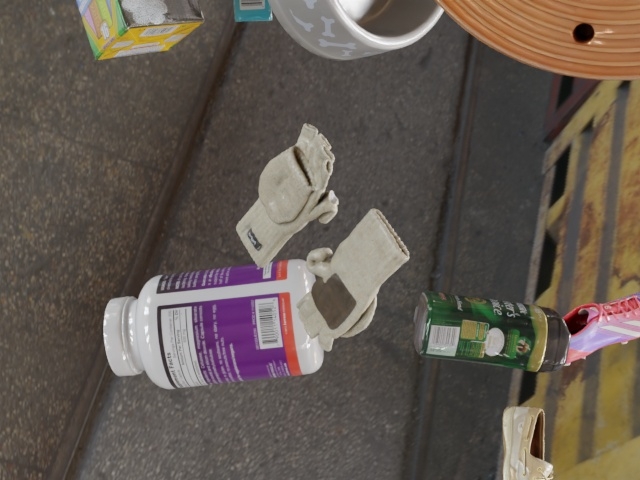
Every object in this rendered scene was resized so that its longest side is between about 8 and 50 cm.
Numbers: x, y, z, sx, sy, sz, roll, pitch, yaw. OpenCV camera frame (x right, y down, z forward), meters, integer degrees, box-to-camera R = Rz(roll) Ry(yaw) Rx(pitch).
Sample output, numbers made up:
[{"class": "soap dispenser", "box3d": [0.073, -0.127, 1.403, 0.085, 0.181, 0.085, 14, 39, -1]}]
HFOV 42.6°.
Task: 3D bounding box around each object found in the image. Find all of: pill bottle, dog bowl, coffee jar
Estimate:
[{"class": "pill bottle", "box3d": [-0.162, 0.134, 1.289, 0.323, 0.181, 0.181, -7, 61, 4]}, {"class": "dog bowl", "box3d": [0.071, -0.430, 1.170, 0.349, 0.349, 0.102, -35, 33, -32]}, {"class": "coffee jar", "box3d": [0.213, 0.114, 1.028, 0.184, 0.096, 0.079, 8, 99, -2]}]

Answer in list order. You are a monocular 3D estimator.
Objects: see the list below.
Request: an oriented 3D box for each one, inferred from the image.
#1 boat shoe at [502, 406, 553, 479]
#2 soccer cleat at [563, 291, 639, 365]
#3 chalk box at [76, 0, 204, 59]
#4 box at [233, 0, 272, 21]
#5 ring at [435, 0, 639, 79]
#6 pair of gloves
[{"class": "boat shoe", "box3d": [0.283, 0.305, 1.107, 0.063, 0.059, 0.170, 32, 51, -48]}, {"class": "soccer cleat", "box3d": [0.521, 0.142, 1.488, 0.248, 0.095, 0.083, -23, 36, -4]}, {"class": "chalk box", "box3d": [-0.281, -0.391, 1.195, 0.132, 0.132, 0.213, -17, 91, -36]}, {"class": "box", "box3d": [-0.117, -0.436, 1.346, 0.060, 0.100, 0.244, -4, 28, -6]}, {"class": "ring", "box3d": [0.192, -0.266, 0.502, 0.336, 0.336, 0.032, 38, 33, 4]}, {"class": "pair of gloves", "box3d": [0.000, 0.000, 1.011, 0.042, 0.204, 0.240, -10, 52, -42]}]
